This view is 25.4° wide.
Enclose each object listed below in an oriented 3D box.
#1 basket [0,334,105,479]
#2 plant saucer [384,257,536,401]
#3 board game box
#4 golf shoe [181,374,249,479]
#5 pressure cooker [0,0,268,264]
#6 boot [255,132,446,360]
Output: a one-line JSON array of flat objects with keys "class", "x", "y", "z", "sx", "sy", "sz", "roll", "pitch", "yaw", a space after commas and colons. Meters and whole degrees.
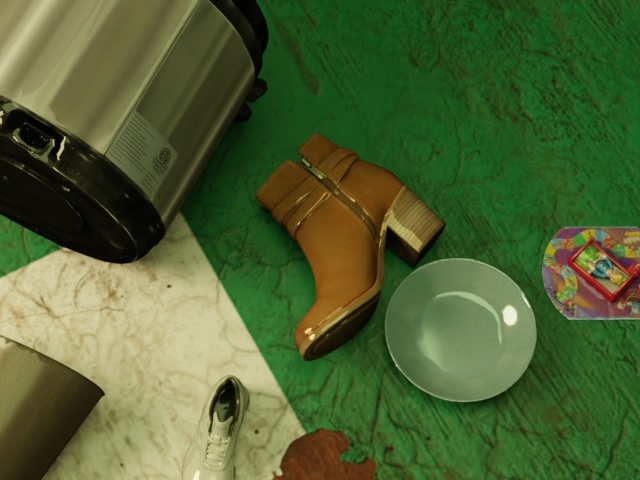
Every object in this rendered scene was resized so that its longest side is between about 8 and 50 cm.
[{"class": "basket", "x": -0.397, "y": 0.240, "z": 1.687, "sx": 0.204, "sy": 0.154, "sz": 0.227, "roll": 22, "pitch": 72, "yaw": 9}, {"class": "plant saucer", "x": 0.178, "y": 0.118, "z": 1.818, "sx": 0.195, "sy": 0.037, "sz": 0.195, "roll": 1, "pitch": 68, "yaw": -3}, {"class": "board game box", "x": 0.378, "y": 0.037, "z": 1.863, "sx": 0.168, "sy": 0.033, "sz": 0.133, "roll": 0, "pitch": 67, "yaw": -3}, {"class": "golf shoe", "x": -0.130, "y": 0.246, "z": 1.727, "sx": 0.069, "sy": 0.086, "sz": 0.176, "roll": 9, "pitch": 69, "yaw": 0}, {"class": "pressure cooker", "x": -0.266, "y": -0.225, "z": 1.767, "sx": 0.375, "sy": 0.370, "sz": 0.420, "roll": 27, "pitch": 72, "yaw": 5}, {"class": "boot", "x": 0.000, "y": 0.000, "z": 1.820, "sx": 0.220, "sy": 0.109, "sz": 0.283, "roll": 37, "pitch": 69, "yaw": 11}]
